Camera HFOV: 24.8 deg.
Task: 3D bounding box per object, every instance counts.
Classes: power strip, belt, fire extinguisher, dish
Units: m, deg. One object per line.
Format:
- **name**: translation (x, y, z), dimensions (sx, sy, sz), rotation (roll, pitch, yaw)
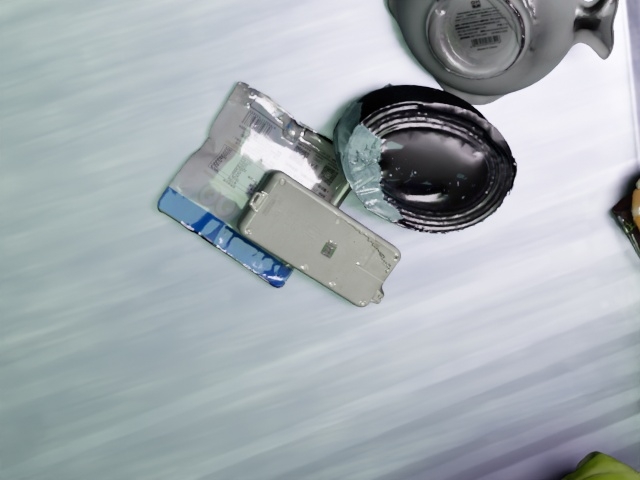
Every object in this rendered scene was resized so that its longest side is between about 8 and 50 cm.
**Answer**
- **power strip**: translation (0.000, 0.000, 1.592), dimensions (0.192, 0.035, 0.081), rotation (32, 96, -20)
- **belt**: translation (0.107, -0.087, 1.572), dimensions (0.198, 0.078, 0.151), rotation (16, 108, -15)
- **fire extinguisher**: translation (0.390, 0.017, 1.635), dimensions (0.064, 0.043, 0.158), rotation (-43, 100, -31)
- **dish**: translation (0.183, -0.228, 1.520), dimensions (0.246, 0.078, 0.224), rotation (8, 121, 13)

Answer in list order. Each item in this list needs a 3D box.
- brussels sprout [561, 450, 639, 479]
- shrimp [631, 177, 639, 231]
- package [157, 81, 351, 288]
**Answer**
- **brussels sprout**: translation (0.248, 0.440, 1.526), dimensions (0.425, 0.361, 0.342), rotation (-35, 95, 2)
- **shrimp**: translation (0.422, -0.058, 1.609), dimensions (0.184, 0.043, 0.091), rotation (-22, 92, -19)
- **package**: translation (-0.066, -0.060, 1.600), dimensions (0.171, 0.027, 0.173), rotation (35, 94, -12)
